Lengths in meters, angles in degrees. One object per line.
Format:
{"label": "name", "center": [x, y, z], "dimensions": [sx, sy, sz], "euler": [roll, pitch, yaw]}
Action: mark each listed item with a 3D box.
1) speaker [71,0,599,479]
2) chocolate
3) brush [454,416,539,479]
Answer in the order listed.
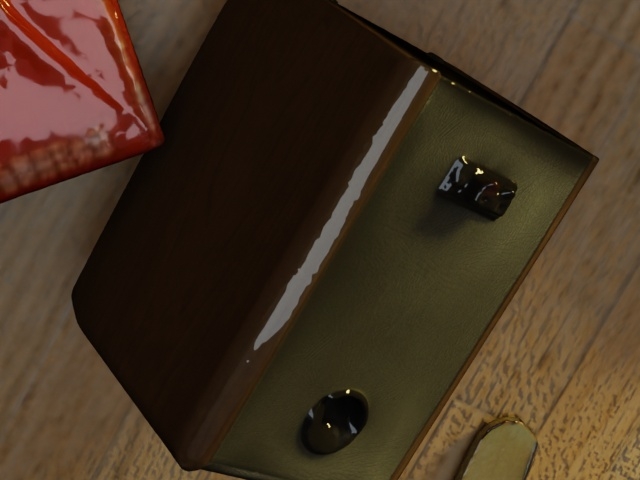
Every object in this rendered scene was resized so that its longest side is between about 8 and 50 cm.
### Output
{"label": "speaker", "center": [0.000, 0.000, 0.761], "dimensions": [0.153, 0.192, 0.231], "euler": [22, 104, -41]}
{"label": "chocolate", "center": [-0.231, -0.126, 0.743], "dimensions": [0.237, 0.108, 0.235], "euler": [-21, 109, -4]}
{"label": "brush", "center": [0.064, 0.267, 0.958], "dimensions": [0.085, 0.020, 0.336], "euler": [22, 101, -15]}
